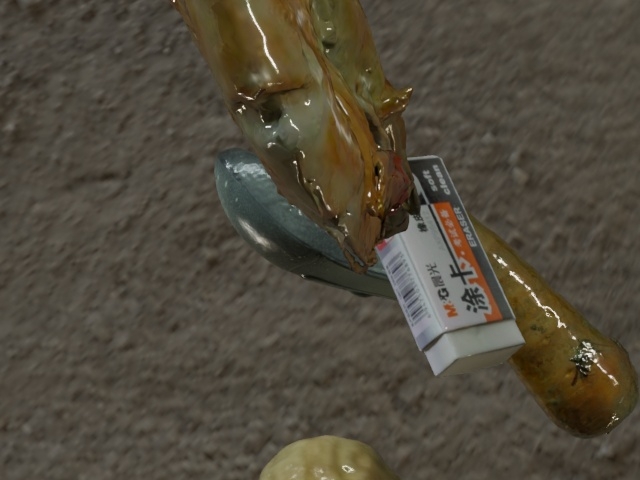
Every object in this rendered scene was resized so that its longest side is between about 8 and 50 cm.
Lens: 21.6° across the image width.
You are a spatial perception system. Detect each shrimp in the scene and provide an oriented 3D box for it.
[{"bbox_3d":[-0.001,-0.048,0.620,0.062,0.294,0.154,-23,70,10],"label":"shrimp"}]

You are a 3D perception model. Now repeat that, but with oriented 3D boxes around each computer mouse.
[{"bbox_3d":[-0.005,0.004,1.456,0.229,0.113,0.068,34,85,-1],"label":"computer mouse"}]

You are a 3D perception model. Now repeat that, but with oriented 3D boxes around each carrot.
[{"bbox_3d":[0.120,0.027,1.251,0.298,0.078,0.078,45,118,-1],"label":"carrot"}]

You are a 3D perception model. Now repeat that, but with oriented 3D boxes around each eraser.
[{"bbox_3d":[0.062,0.012,0.906,0.029,0.052,0.122,-48,59,49],"label":"eraser"}]

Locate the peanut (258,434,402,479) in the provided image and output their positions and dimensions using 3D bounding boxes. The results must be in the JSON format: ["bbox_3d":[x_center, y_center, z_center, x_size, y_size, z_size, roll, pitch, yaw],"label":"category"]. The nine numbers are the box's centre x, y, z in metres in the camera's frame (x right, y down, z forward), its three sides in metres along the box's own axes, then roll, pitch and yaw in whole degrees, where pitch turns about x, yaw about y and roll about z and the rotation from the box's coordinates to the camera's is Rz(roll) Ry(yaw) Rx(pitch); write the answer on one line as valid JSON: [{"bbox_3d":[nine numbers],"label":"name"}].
[{"bbox_3d":[0.011,0.280,1.270,0.143,0.291,0.159,-16,121,9],"label":"peanut"}]
